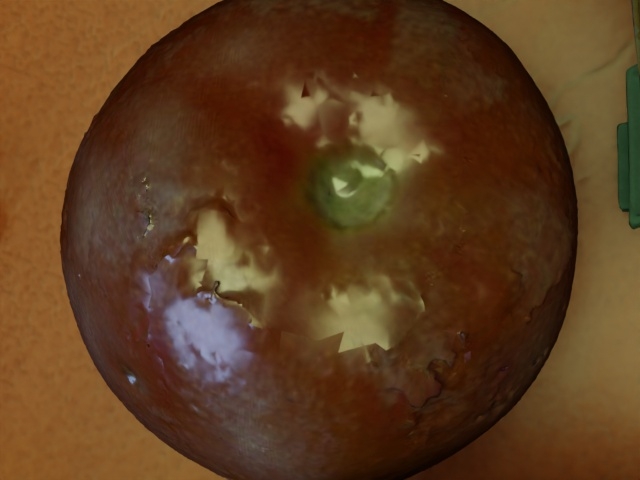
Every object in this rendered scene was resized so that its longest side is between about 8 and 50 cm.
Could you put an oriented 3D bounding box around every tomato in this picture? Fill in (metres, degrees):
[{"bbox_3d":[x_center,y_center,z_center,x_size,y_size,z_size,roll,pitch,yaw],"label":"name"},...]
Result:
[{"bbox_3d":[0.000,0.000,0.694,0.208,0.184,0.208,2,78,-8],"label":"tomato"}]

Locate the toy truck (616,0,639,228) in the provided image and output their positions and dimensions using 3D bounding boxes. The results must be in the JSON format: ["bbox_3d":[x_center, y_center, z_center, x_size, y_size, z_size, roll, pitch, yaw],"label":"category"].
[{"bbox_3d":[0.286,-0.067,0.650,0.338,0.184,0.133,-3,62,6],"label":"toy truck"}]
